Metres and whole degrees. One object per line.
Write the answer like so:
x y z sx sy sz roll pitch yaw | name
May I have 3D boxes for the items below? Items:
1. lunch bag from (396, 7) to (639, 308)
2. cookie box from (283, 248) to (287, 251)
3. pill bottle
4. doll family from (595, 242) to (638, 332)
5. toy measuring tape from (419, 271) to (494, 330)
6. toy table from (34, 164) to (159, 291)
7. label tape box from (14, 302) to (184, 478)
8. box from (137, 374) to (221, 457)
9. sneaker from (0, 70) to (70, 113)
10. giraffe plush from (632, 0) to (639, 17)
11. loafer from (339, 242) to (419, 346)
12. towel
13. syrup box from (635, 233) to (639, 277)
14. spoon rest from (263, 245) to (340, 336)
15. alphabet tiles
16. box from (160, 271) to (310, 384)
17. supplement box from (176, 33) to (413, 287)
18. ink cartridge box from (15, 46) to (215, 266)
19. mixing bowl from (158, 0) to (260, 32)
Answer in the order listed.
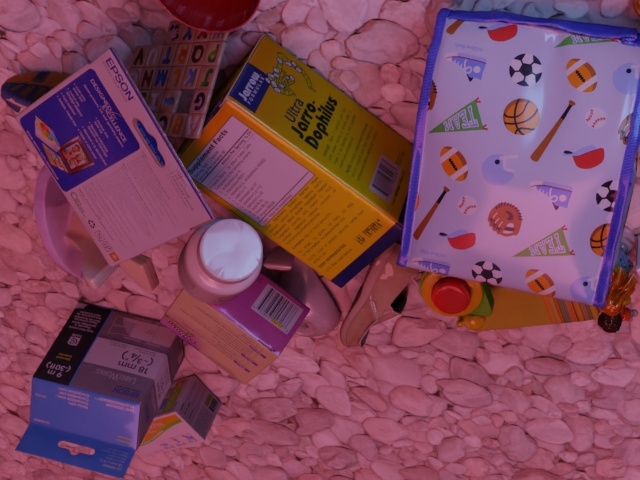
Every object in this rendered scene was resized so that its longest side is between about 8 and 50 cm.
0.308 -0.138 1.609 0.328 0.239 0.385 10 114 14 | lunch bag
0.000 0.000 1.957 0.107 0.092 0.040 26 137 -3 | cookie box
-0.166 0.032 1.832 0.131 0.131 0.229 30 166 -7 | pill bottle
0.427 0.047 1.788 0.263 0.163 0.118 26 134 -3 | doll family
0.210 0.023 1.893 0.121 0.121 0.330 -10 118 28 | toy measuring tape
-0.397 -0.024 1.998 0.161 0.252 0.274 16 151 29 | toy table
-0.450 0.298 2.227 0.241 0.333 0.106 12 134 10 | label tape box
-0.341 0.395 2.429 0.203 0.114 0.103 -21 120 35 | box
-0.423 -0.205 1.917 0.296 0.112 0.131 16 135 7 | sneaker
0.540 -0.315 1.436 0.170 0.210 0.181 -43 105 12 | giraffe plush
0.110 0.114 2.013 0.092 0.102 0.268 26 134 5 | loafer
0.378 0.111 1.969 0.237 0.021 0.102 -9 121 28 | towel
0.616 0.090 1.805 0.096 0.093 0.237 -19 122 33 | syrup box
-0.041 0.097 2.085 0.137 0.084 0.276 6 146 17 | spoon rest
-0.243 -0.260 1.746 0.237 0.198 0.009 8 171 45 | alphabet tiles
-0.167 0.143 2.066 0.213 0.117 0.243 37 152 -3 | box
-0.028 -0.127 1.781 0.356 0.195 0.194 36 133 -14 | supplement box
-0.318 -0.130 1.743 0.307 0.072 0.303 -22 102 42 | ink cartridge box
-0.160 -0.415 1.636 0.181 0.098 0.181 11 132 12 | mixing bowl
